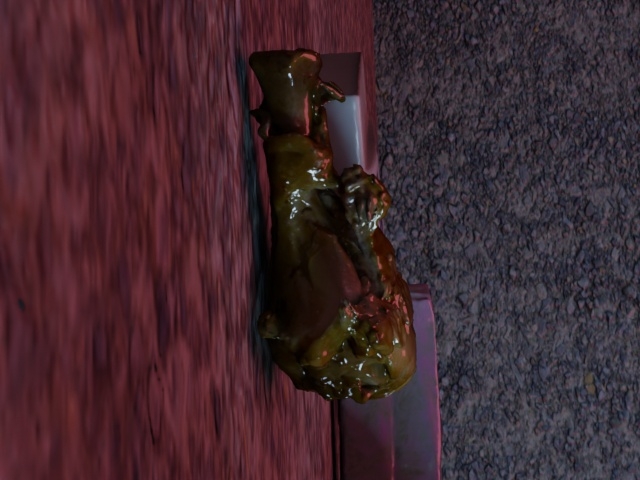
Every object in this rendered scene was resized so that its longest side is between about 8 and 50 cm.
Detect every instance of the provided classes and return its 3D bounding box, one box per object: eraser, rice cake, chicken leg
[{"bbox_3d":[0.011,-0.015,0.661,0.124,0.067,0.210,-79,164,-65],"label":"eraser"},{"bbox_3d":[0.066,0.193,0.923,0.050,0.106,0.298,125,-37,-84],"label":"rice cake"},{"bbox_3d":[0.000,-0.001,0.510,0.101,0.085,0.208,-54,134,-63],"label":"chicken leg"}]
